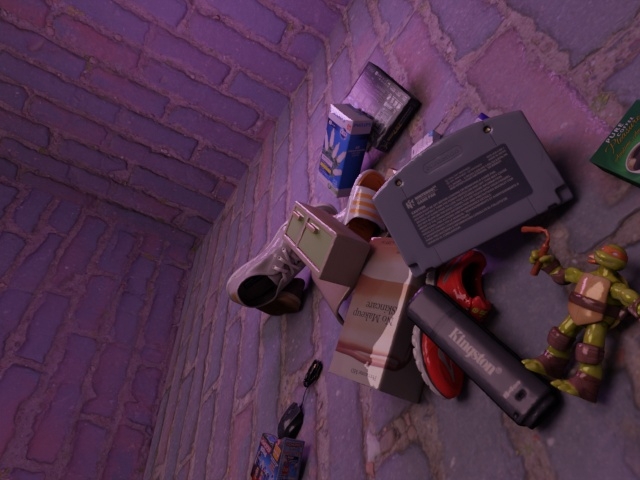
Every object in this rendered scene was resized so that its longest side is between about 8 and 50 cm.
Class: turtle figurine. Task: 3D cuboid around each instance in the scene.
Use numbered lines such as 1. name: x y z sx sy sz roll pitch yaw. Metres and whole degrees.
1. turtle figurine: 0.356 0.090 0.688 0.269 0.087 0.217 33 105 60

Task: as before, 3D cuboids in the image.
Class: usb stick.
1. usb stick: 0.241 0.170 0.794 0.077 0.045 0.278 -45 47 1

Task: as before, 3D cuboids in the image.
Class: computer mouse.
1. computer mouse: -0.060 0.432 1.363 0.242 0.041 0.071 -67 21 -5

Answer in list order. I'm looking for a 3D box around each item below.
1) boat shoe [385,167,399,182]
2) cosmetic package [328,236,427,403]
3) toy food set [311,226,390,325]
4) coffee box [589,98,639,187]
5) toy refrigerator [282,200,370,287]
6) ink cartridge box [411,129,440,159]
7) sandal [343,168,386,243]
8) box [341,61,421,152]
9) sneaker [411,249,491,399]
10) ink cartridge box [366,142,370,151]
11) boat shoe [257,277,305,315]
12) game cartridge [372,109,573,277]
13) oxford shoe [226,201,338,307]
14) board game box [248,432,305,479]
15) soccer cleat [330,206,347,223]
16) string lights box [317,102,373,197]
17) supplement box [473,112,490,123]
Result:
1. boat shoe: 0.216 -0.110 1.223 0.285 0.104 0.089 -112 44 -75
2. cosmetic package: 0.146 0.152 1.016 0.153 0.129 0.296 1 68 50
3. toy food set: 0.104 0.047 1.303 0.306 0.092 0.220 -57 26 11
4. coffee box: 0.475 -0.122 0.695 0.113 0.040 0.184 -59 23 16
5. toy refrigerator: 0.000 0.000 1.136 0.102 0.094 0.269 -68 26 11
6. ink cartridge box: 0.273 -0.241 1.309 0.083 0.028 0.048 -38 34 50
7. sandal: 0.106 -0.032 1.170 0.076 0.102 0.265 17 88 63
8. box: 0.174 -0.410 1.551 0.183 0.059 0.233 -55 50 24
9. sneaker: 0.241 0.137 0.894 0.118 0.107 0.279 -18 53 48
10. ink cartridge box: 0.155 -0.403 1.694 0.175 0.072 0.127 -59 22 17
11. boat shoe: -0.161 0.181 1.771 0.342 0.123 0.123 -17 45 58
12. game cartridge: 0.251 -0.086 0.889 0.297 0.062 0.198 -30 77 21
13. oxford shoe: -0.109 0.059 1.607 0.449 0.169 0.130 -41 27 0
14. board game box: -0.108 0.575 1.275 0.194 0.060 0.194 11 82 67
15. soccer cleat: 0.084 -0.061 1.280 0.196 0.068 0.076 -38 62 27
16. string lights box: 0.072 -0.280 1.579 0.133 0.076 0.260 49 139 42
17. supplement box: 0.306 -0.114 0.984 0.220 0.114 0.111 -56 24 20
